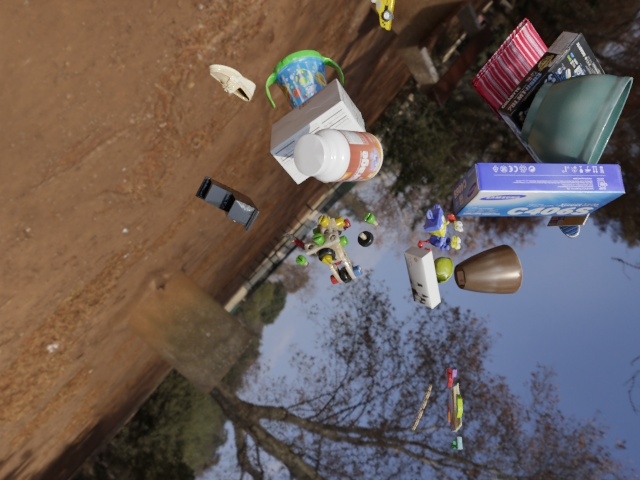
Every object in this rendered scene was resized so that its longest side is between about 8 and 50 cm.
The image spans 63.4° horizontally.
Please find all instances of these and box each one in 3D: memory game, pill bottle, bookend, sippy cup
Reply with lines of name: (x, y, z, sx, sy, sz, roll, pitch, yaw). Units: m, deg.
memory game: (0.384, 0.628, 1.955, 0.186, 0.012, 0.186, 22, 90, -77)
pill bottle: (0.041, -0.196, 1.203, 0.216, 0.121, 0.121, -10, 155, -50)
bookend: (-0.279, -0.110, 1.544, 0.072, 0.156, 0.157, -60, -153, 9)
sippy cup: (-0.063, -0.656, 2.235, 0.305, 0.224, 0.240, -28, 168, 28)

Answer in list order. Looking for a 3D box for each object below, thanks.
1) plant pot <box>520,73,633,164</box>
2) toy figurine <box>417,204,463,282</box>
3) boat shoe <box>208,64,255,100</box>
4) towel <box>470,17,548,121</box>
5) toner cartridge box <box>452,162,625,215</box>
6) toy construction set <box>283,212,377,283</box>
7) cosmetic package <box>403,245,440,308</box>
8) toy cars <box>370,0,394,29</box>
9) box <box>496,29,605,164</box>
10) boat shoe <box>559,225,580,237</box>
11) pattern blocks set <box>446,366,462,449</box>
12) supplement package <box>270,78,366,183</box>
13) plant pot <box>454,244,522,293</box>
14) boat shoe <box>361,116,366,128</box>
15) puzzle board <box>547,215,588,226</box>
plant pot: (0.663, -0.312, 1.382, 0.293, 0.196, 0.293, -43, 147, -36)
toy figurine: (0.456, -0.024, 2.150, 0.191, 0.217, 0.363, -5, -134, 31)
boat shoe: (-0.260, -0.464, 1.534, 0.062, 0.170, 0.059, 2, -100, 41)
towel: (0.634, -0.553, 1.699, 0.275, 0.198, 0.031, -51, -150, 4)
toner cartridge box: (0.512, -0.118, 1.241, 0.165, 0.347, 0.075, 105, -16, -72)
toy construction set: (0.000, 0.000, 1.804, 0.308, 0.237, 0.258, 0, -112, 33)
cosmetic package: (0.398, 0.144, 2.023, 0.060, 0.239, 0.098, -34, -149, -31)
toy cars: (0.225, -0.918, 1.791, 0.394, 0.087, 0.177, 86, 16, -60)
box: (0.709, -0.408, 1.543, 0.293, 0.295, 0.073, -50, -145, 9)
boat shoe: (0.857, -0.073, 1.813, 0.066, 0.066, 0.183, -22, -132, 18)
pattern blocks set: (0.553, 0.688, 2.127, 0.285, 0.026, 0.325, 73, 19, -74)
supplement package: (-0.010, -0.339, 1.605, 0.261, 0.145, 0.204, -31, -149, 18)
plant pot: (0.701, 0.140, 2.218, 0.230, 0.216, 0.215, -8, 177, -12)
boat shoe: (0.102, -0.377, 2.108, 0.113, 0.127, 0.340, -25, 153, -45)
puzzle board: (0.682, -0.079, 1.402, 0.097, 0.011, 0.128, -59, -165, -10)
